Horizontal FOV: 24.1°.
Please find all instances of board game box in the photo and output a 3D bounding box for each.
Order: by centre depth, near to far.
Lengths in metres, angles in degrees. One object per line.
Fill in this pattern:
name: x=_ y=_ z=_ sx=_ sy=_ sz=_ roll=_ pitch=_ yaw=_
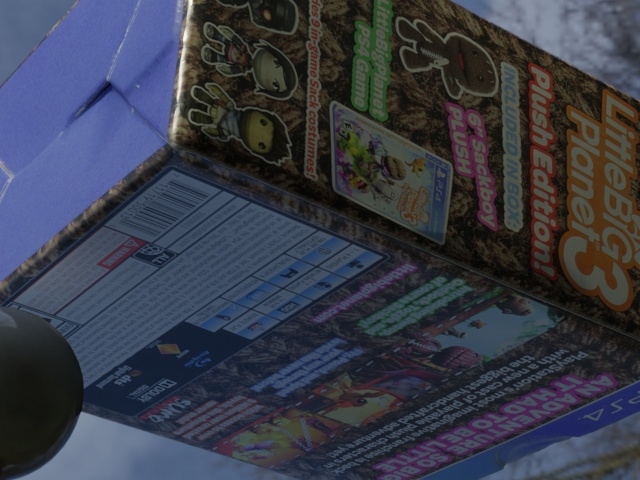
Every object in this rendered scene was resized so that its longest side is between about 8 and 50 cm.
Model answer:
board game box: x=0.000 y=0.000 z=0.713 sx=0.291 sy=0.232 sz=0.141 roll=23 pitch=-126 yaw=-30

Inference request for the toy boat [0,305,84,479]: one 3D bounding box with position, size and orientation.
toy boat: x=-0.252 y=0.046 z=0.539 sx=0.318 sy=0.267 sz=0.148 roll=23 pitch=-113 yaw=-10
